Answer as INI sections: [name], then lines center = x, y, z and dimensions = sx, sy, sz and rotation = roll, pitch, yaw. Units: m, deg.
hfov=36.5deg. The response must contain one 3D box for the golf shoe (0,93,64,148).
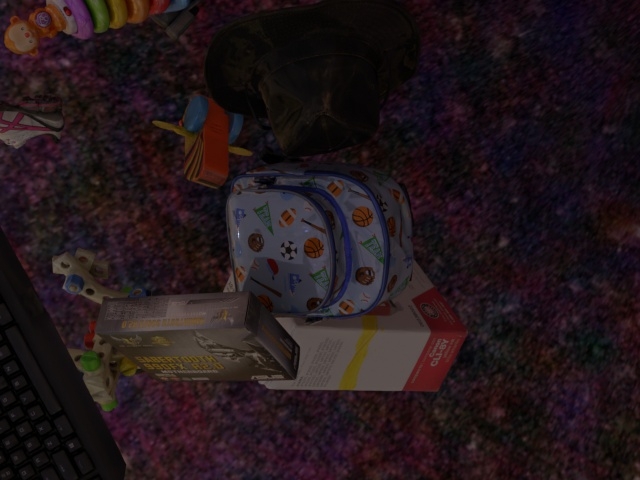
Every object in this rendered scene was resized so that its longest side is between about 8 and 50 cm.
[golf shoe]
center = -0.505, -0.186, 1.558
dimensions = 0.067, 0.186, 0.086
rotation = -140, 48, -61

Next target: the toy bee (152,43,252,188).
[toy bee]
center = -0.215, -0.217, 1.876
dimensions = 0.195, 0.298, 0.162
rotation = 36, 144, -16

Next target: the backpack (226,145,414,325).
[backpack]
center = 0.000, 0.000, 1.435
dimensions = 0.263, 0.213, 0.276
rotation = -3, 104, 25

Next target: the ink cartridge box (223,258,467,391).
[ink cartridge box]
center = 0.043, 0.142, 1.873
dimensions = 0.279, 0.385, 0.160
rotation = 58, 134, 46

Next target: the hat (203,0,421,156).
[hat]
center = -0.004, -0.189, 1.312
dimensions = 0.331, 0.331, 0.134
rotation = -21, 67, 35

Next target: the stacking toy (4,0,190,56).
[stacking toy]
center = -0.376, -0.388, 1.558
dimensions = 0.166, 0.302, 0.175
rotation = 12, 134, 56

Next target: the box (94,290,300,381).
[box]
center = -0.167, 0.139, 1.356
dimensions = 0.231, 0.056, 0.183
rotation = -4, 150, 20

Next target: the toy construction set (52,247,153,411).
[toy construction set]
center = -0.401, 0.164, 1.696
dimensions = 0.215, 0.327, 0.151
rotation = -7, 142, 9

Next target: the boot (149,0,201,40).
[boot]
center = -0.290, -0.519, 1.774
dimensions = 0.229, 0.091, 0.263
rotation = 38, 102, -17

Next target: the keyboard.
[keyboard]
center = -0.298, 0.090, 0.709
dimensions = 0.317, 0.201, 0.033
rotation = 62, 161, -1
